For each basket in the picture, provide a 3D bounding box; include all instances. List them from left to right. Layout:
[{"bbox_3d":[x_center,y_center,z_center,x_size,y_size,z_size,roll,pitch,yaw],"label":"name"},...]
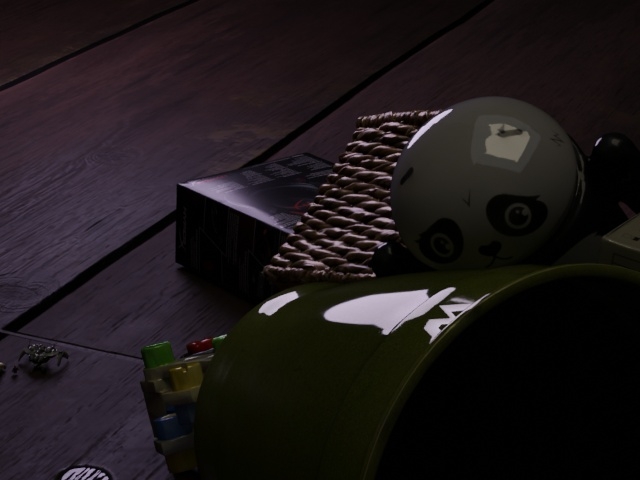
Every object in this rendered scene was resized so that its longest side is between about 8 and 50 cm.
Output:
[{"bbox_3d":[0.127,0.011,1.786,0.213,0.223,0.299,40,-18,-23],"label":"basket"}]

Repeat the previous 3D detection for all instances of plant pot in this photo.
[{"bbox_3d":[0.082,0.172,1.385,0.367,0.366,0.353,-11,14,-31],"label":"plant pot"}]

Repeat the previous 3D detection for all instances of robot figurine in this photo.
[{"bbox_3d":[0.175,-0.004,1.519,0.174,0.278,0.209,24,74,42],"label":"robot figurine"}]

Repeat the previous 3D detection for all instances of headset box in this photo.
[{"bbox_3d":[0.000,0.000,2.078,0.218,0.110,0.293,-16,28,-40],"label":"headset box"}]

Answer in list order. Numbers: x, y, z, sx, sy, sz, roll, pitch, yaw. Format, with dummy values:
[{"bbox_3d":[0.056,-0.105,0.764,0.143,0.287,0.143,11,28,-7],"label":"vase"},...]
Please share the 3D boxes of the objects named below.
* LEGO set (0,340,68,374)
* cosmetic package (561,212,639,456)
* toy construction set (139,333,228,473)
[{"bbox_3d":[-0.307,0.122,1.847,0.083,0.023,0.054,-17,29,-40],"label":"LEGO set"},{"bbox_3d":[0.302,0.144,1.468,0.160,0.309,0.113,21,28,28],"label":"cosmetic package"},{"bbox_3d":[-0.031,0.137,1.671,0.328,0.151,0.215,0,-4,-28],"label":"toy construction set"}]
